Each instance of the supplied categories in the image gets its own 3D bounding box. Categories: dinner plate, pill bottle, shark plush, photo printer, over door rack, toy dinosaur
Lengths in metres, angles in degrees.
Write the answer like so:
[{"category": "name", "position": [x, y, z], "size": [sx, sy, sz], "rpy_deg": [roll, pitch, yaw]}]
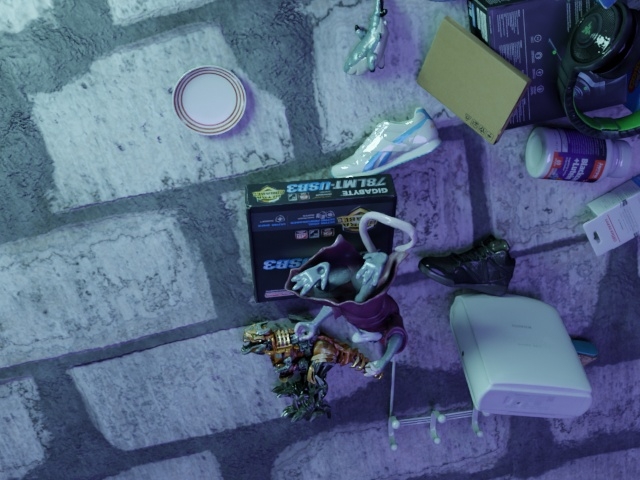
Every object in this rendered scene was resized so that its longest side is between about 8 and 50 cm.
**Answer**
[{"category": "dinner plate", "position": [-0.212, -0.269, 1.680], "size": [0.141, 0.017, 0.141], "rpy_deg": [-4, 121, -6]}, {"category": "pill bottle", "position": [0.530, -0.174, 1.802], "size": [0.193, 0.108, 0.108], "rpy_deg": [3, 119, -11]}, {"category": "shark plush", "position": [0.089, -0.383, 1.644], "size": [0.067, 0.073, 0.161], "rpy_deg": [20, 124, 14]}, {"category": "photo printer", "position": [0.422, 0.234, 1.904], "size": [0.256, 0.308, 0.107], "rpy_deg": [7, 128, -12]}, {"category": "over door rack", "position": [0.276, 0.357, 2.070], "size": [0.239, 0.108, 0.324], "rpy_deg": [-7, 120, -6]}, {"category": "toy dinosaur", "position": [-0.021, 0.278, 1.961], "size": [0.321, 0.164, 0.219], "rpy_deg": [16, 101, 6]}]

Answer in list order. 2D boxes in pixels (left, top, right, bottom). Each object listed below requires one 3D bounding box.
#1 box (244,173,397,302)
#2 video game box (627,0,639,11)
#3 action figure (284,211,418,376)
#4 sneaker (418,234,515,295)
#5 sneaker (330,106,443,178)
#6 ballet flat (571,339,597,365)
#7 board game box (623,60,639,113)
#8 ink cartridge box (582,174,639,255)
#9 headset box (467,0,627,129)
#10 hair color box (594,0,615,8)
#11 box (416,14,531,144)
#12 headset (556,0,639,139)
[{"category": "box", "position": [0.000, 0.000, 1.795], "size": [0.295, 0.073, 0.293], "rpy_deg": [-5, 137, -5]}, {"category": "video game box", "position": [0.706, -0.422, 1.723], "size": [0.187, 0.048, 0.205], "rpy_deg": [-30, 120, 11]}, {"category": "action figure", "position": [0.080, 0.112, 1.797], "size": [0.276, 0.248, 0.370], "rpy_deg": [-59, 151, -9]}, {"category": "sneaker", "position": [0.325, 0.040, 1.909], "size": [0.227, 0.087, 0.130], "rpy_deg": [11, 116, -18]}, {"category": "sneaker", "position": [0.122, -0.186, 1.752], "size": [0.228, 0.087, 0.092], "rpy_deg": [-23, 98, 9]}, {"category": "ballet flat", "position": [0.558, 0.260, 2.084], "size": [0.206, 0.073, 0.067], "rpy_deg": [18, 130, -15]}, {"category": "board game box", "position": [0.763, -0.386, 1.677], "size": [0.308, 0.086, 0.302], "rpy_deg": [1, 119, -11]}, {"category": "ink cartridge box", "position": [0.656, -0.057, 1.918], "size": [0.180, 0.060, 0.104], "rpy_deg": [-30, 121, 8]}, {"category": "headset box", "position": [0.439, -0.366, 1.662], "size": [0.283, 0.131, 0.246], "rpy_deg": [-13, 121, -1]}, {"category": "hair color box", "position": [0.443, -0.519, 1.449], "size": [0.174, 0.347, 0.105], "rpy_deg": [-41, 118, 14]}, {"category": "box", "position": [0.280, -0.295, 1.631], "size": [0.021, 0.201, 0.164], "rpy_deg": [-35, 159, -34]}, {"category": "headset", "position": [0.558, -0.367, 1.555], "size": [0.243, 0.185, 0.394], "rpy_deg": [1, 133, -10]}]
